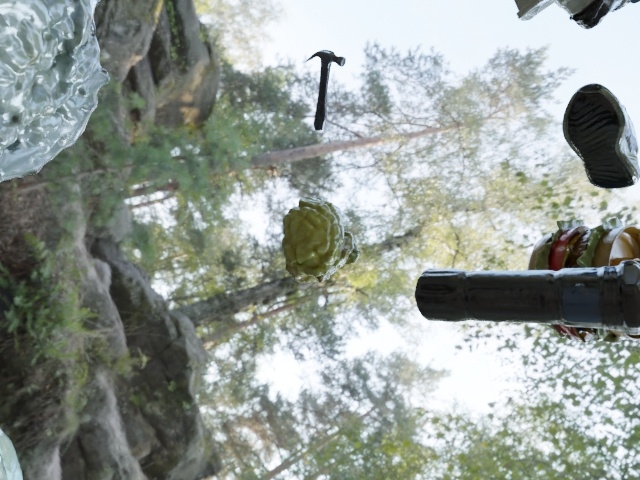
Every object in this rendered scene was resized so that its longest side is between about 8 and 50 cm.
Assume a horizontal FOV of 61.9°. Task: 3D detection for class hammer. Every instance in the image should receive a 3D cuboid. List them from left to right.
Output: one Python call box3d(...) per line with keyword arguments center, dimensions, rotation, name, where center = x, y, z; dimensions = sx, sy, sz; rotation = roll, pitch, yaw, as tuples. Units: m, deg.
box3d(center=(0.004, -0.501, 1.807), dimensions=(0.137, 0.037, 0.289), rotation=(30, -45, 22), name="hammer")

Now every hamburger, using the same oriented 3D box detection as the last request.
box3d(center=(0.567, 0.087, 1.145), dimensions=(0.212, 0.275, 0.274), rotation=(-4, -77, 53), name="hamburger")

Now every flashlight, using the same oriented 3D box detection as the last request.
box3d(center=(0.345, 0.087, 0.795), dimensions=(0.425, 0.103, 0.103), rotation=(-3, -75, 31), name="flashlight")

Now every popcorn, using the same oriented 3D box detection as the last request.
box3d(center=(-0.012, 0.002, 1.020), dimensions=(0.173, 0.143, 0.173), rotation=(-25, 90, -89), name="popcorn")

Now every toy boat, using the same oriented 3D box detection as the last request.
box3d(center=(0.377, -0.339, 0.659), dimensions=(0.140, 0.270, 0.140), rotation=(55, -25, 40), name="toy boat")

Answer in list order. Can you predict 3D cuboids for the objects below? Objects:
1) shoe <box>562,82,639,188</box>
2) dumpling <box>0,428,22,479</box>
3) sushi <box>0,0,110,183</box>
box3d(center=(0.502, -0.195, 0.943), dimensions=(0.099, 0.112, 0.227), rotation=(-4, -45, 44), name="shoe")
box3d(center=(-0.422, 0.235, 0.463), dimensions=(0.212, 0.321, 0.269), rotation=(11, -78, 44), name="dumpling")
box3d(center=(-0.301, -0.199, 0.395), dimensions=(0.171, 0.210, 0.350), rotation=(25, -25, 12), name="sushi")
